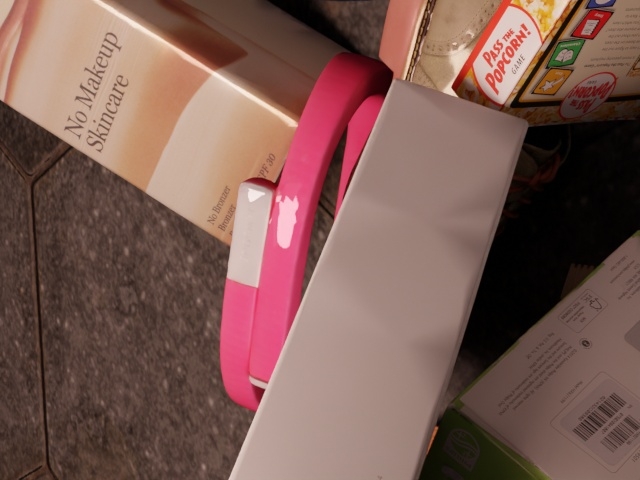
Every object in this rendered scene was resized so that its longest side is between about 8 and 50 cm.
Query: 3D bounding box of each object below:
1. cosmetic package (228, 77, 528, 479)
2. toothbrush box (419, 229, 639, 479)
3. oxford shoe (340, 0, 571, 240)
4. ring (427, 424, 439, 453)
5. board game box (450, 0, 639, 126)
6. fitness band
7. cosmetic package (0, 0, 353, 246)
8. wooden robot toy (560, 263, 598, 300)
[{"bbox_3d":[0.009,0.131,0.911,0.097,0.377,0.284,18,139,6],"label":"cosmetic package"},{"bbox_3d":[0.148,0.165,0.955,0.122,0.206,0.283,39,140,19],"label":"toothbrush box"},{"bbox_3d":[0.103,-0.045,1.089,0.130,0.123,0.348,25,119,37],"label":"oxford shoe"},{"bbox_3d":[0.102,0.308,1.240,0.336,0.032,0.336,14,108,48],"label":"ring"},{"bbox_3d":[0.186,-0.154,0.938,0.045,0.147,0.193,57,135,30],"label":"board game box"},{"bbox_3d":[0.000,0.000,1.155,0.054,0.209,0.291,20,119,19],"label":"fitness band"},{"bbox_3d":[-0.138,-0.145,1.243,0.296,0.129,0.153,31,129,6],"label":"cosmetic package"},{"bbox_3d":[0.244,0.016,0.994,0.173,0.076,0.079,-6,59,51],"label":"wooden robot toy"}]
